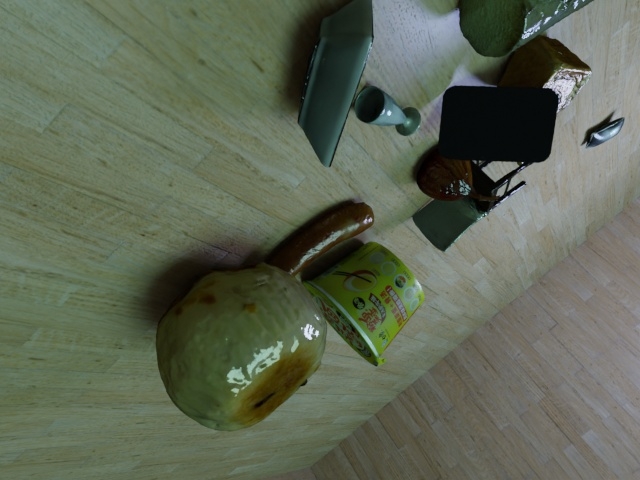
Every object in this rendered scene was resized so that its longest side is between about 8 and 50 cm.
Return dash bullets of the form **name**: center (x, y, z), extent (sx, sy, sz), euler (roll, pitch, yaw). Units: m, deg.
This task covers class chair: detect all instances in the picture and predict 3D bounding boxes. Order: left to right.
- **chair**: center (0.413, -0.138, 1.412), extent (0.319, 0.160, 0.186), euler (-36, 155, -3)

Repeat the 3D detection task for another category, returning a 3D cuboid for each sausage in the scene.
- **sausage**: center (0.000, -0.002, 1.246), extent (0.302, 0.076, 0.103), euler (-34, 157, -2)

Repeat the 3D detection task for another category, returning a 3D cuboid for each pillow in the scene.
- **pillow**: center (0.997, -0.375, 1.778), extent (0.136, 0.055, 0.091), euler (-31, -179, -3)

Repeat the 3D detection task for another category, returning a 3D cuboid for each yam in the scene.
- **yam**: center (0.402, -0.468, 0.937), extent (0.268, 0.161, 0.161), euler (-32, 149, -9)

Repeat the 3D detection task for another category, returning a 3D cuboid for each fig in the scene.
- **fig**: center (0.351, -0.141, 1.303), extent (0.134, 0.201, 0.146), euler (-32, 160, -34)

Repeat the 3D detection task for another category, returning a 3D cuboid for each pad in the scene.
- **pad**: center (0.398, -0.192, 1.188), extent (0.250, 0.055, 0.323), euler (5, 122, 9)

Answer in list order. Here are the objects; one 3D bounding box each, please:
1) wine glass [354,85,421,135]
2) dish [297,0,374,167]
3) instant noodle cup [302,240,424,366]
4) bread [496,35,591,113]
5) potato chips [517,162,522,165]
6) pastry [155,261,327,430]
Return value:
- **wine glass**: center (0.140, -0.261, 1.044), extent (0.155, 0.073, 0.073), euler (4, 131, -53)
- **dish**: center (0.014, -0.270, 0.846), extent (0.080, 0.181, 0.243), euler (13, 133, -8)
- **instant noodle cup**: center (0.132, 0.162, 1.415), extent (0.221, 0.311, 0.311), euler (-40, 151, -13)
- **bread**: center (0.517, -0.383, 1.192), extent (0.149, 0.143, 0.158), euler (0, 135, -35)
- **potato chips**: center (0.607, -0.299, 1.452), extent (0.204, 0.037, 0.026), euler (-56, 136, -13)
- **pastry**: center (-0.181, 0.219, 1.132), extent (0.389, 0.313, 0.388), euler (-36, 152, -23)
